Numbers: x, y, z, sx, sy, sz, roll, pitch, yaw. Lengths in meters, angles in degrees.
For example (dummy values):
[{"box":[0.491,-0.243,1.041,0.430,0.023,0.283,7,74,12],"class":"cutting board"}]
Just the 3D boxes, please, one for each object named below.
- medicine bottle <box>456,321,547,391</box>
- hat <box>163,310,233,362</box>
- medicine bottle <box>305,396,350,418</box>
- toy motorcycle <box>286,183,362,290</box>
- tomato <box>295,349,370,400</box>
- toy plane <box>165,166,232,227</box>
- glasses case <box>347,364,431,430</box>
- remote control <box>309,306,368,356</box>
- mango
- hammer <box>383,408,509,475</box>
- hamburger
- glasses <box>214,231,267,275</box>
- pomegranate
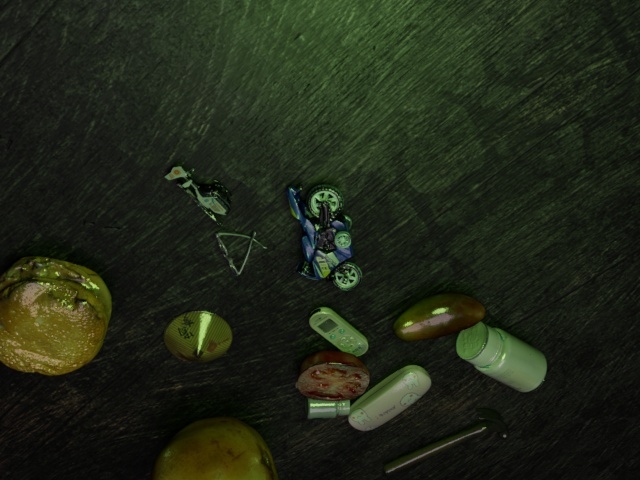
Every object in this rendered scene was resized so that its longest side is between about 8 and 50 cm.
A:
[{"box":[0.536,0.342,1.915,0.258,0.143,0.143,29,115,-25],"class":"medicine bottle"},{"box":[-0.340,0.291,1.790,0.193,0.082,0.193,-3,123,-5],"class":"hat"},{"box":[0.021,0.505,1.982,0.130,0.080,0.080,1,123,-9],"class":"medicine bottle"},{"box":[0.000,0.000,1.635,0.169,0.113,0.315,-11,115,10],"class":"toy motorcycle"},{"box":[0.037,0.384,1.884,0.225,0.085,0.225,2,138,2],"class":"tomato"},{"box":[-0.279,-0.113,1.553,0.078,0.053,0.197,-31,126,23],"class":"toy plane"},{"box":[0.211,0.491,2.004,0.297,0.075,0.113,-40,121,18],"class":"glasses case"},{"box":[0.053,0.261,1.850,0.078,0.042,0.221,-35,121,22],"class":"remote control"},{"box":[0.328,0.211,1.816,0.268,0.111,0.133,-15,140,0],"class":"mango"},{"box":[0.417,0.698,2.189,0.440,0.044,0.168,-28,123,10],"class":"hammer"},{"box":[-0.677,0.181,1.615,0.290,0.170,0.314,18,118,-22],"class":"hamburger"},{"box":[-0.201,0.015,1.663,0.104,0.062,0.140,-33,125,-13],"class":"glasses"},{"box":[-0.313,0.733,1.903,0.417,0.416,0.416,-4,123,-6],"class":"pomegranate"}]
